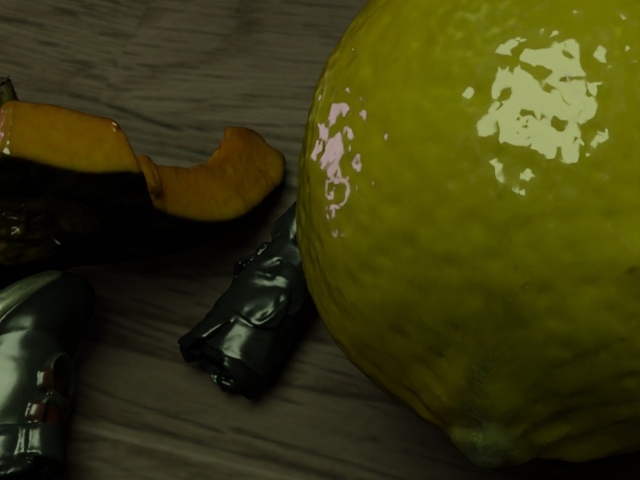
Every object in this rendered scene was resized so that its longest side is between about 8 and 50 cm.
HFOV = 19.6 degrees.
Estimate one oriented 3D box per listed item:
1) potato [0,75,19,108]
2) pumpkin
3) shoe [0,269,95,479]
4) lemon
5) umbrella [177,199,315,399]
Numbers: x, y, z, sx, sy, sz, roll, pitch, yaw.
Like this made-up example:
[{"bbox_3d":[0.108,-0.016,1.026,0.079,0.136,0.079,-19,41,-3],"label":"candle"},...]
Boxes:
[{"bbox_3d":[-0.269,-0.065,1.345,0.101,0.089,0.172,-25,17,-26],"label":"potato"},{"bbox_3d":[-0.190,-0.030,1.189,0.290,0.258,0.095,-12,73,11],"label":"pumpkin"},{"bbox_3d":[-0.207,0.126,1.186,0.112,0.099,0.227,37,77,25],"label":"shoe"},{"bbox_3d":[0.142,-0.042,1.056,0.336,0.336,0.336,-8,56,11],"label":"lemon"},{"bbox_3d":[0.000,0.000,1.226,0.066,0.059,0.235,37,70,8],"label":"umbrella"}]
